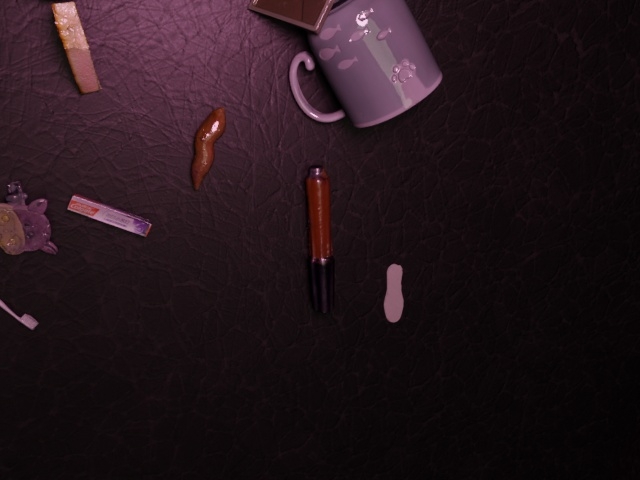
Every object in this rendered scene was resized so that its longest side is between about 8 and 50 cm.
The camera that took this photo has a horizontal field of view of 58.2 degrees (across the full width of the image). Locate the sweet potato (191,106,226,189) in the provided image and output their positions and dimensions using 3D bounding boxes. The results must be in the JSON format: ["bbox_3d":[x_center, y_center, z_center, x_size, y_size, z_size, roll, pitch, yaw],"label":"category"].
[{"bbox_3d":[-0.289,-0.232,1.440,0.065,0.051,0.218,17,101,-25],"label":"sweet potato"}]

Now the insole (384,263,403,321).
[{"bbox_3d":[0.225,0.163,1.766,0.065,0.004,0.197,-8,110,-15],"label":"insole"}]

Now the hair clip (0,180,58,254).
[{"bbox_3d":[-0.713,-0.045,1.363,0.146,0.056,0.186,-3,111,-10],"label":"hair clip"}]

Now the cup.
[{"bbox_3d":[0.079,-0.442,1.410,0.357,0.259,0.274,-21,116,23],"label":"cup"}]

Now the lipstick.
[{"bbox_3d":[0.000,0.000,1.600,0.077,0.077,0.417,-8,108,-16],"label":"lipstick"}]

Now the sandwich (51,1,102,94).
[{"bbox_3d":[-0.526,-0.411,1.243,0.058,0.162,0.192,-17,113,-16],"label":"sandwich"}]

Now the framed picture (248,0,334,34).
[{"bbox_3d":[-0.018,-0.648,1.307,0.020,0.241,0.324,14,104,-56],"label":"framed picture"}]

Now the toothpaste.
[{"bbox_3d":[-0.522,-0.059,1.428,0.197,0.040,0.047,22,97,-23],"label":"toothpaste"}]

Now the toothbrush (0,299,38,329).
[{"bbox_3d":[-0.814,0.127,1.404,0.025,0.020,0.286,-48,116,-8],"label":"toothbrush"}]
